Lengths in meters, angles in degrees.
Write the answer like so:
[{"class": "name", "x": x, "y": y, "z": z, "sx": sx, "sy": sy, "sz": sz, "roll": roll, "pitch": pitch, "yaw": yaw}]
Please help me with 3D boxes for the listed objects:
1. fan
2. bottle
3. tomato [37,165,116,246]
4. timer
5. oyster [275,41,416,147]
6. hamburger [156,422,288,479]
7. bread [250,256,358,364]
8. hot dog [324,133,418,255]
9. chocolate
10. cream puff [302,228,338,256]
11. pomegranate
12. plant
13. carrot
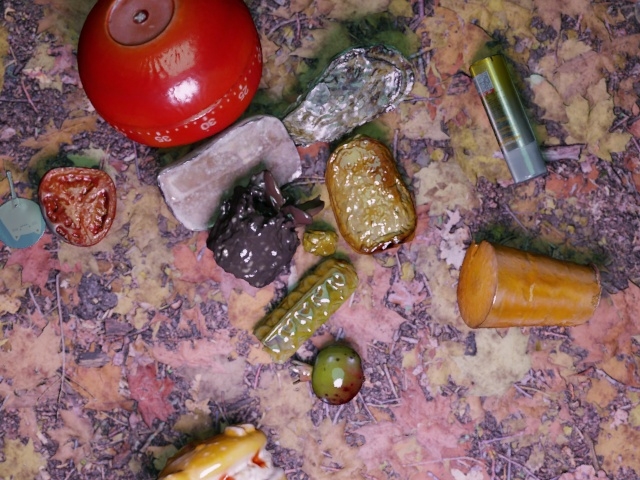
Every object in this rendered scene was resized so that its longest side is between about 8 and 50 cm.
[{"class": "fan", "x": -0.668, "y": -0.068, "z": 1.862, "sx": 0.113, "sy": 0.005, "sz": 0.175, "roll": -15, "pitch": 87, "yaw": -3}, {"class": "bottle", "x": 0.418, "y": -0.268, "z": 1.881, "sx": 0.082, "sy": 0.082, "sz": 0.286, "roll": -20, "pitch": 85, "yaw": -4}, {"class": "tomato", "x": -0.522, "y": -0.068, "z": 1.829, "sx": 0.166, "sy": 0.082, "sz": 0.174, "roll": 1, "pitch": 80, "yaw": -6}, {"class": "timer", "x": -0.311, "y": -0.382, "z": 1.741, "sx": 0.378, "sy": 0.279, "sz": 0.378, "roll": -5, "pitch": 64, "yaw": 11}, {"class": "oyster", "x": 0.040, "y": -0.312, "z": 1.846, "sx": 0.351, "sy": 0.158, "sz": 0.162, "roll": -28, "pitch": 88, "yaw": 8}, {"class": "hamburger", "x": -0.222, "y": 0.488, "z": 1.683, "sx": 0.303, "sy": 0.261, "sz": 0.186, "roll": -28, "pitch": 87, "yaw": -46}, {"class": "bread", "x": -0.027, "y": 0.145, "z": 1.825, "sx": 0.269, "sy": 0.098, "sz": 0.087, "roll": -45, "pitch": 126, "yaw": -5}, {"class": "hot dog", "x": 0.107, "y": -0.098, "z": 1.842, "sx": 0.175, "sy": 0.114, "sz": 0.259, "roll": -18, "pitch": 83, "yaw": 1}, {"class": "chocolate", "x": -0.199, "y": -0.154, "z": 1.826, "sx": 0.303, "sy": 0.100, "sz": 0.185, "roll": -29, "pitch": 123, "yaw": -4}, {"class": "cream puff", "x": 0.000, "y": 0.000, "z": 1.846, "sx": 0.083, "sy": 0.083, "sz": 0.058, "roll": -13, "pitch": 46, "yaw": -22}, {"class": "pomegranate", "x": 0.017, "y": 0.292, "z": 1.794, "sx": 0.159, "sy": 0.129, "sz": 0.129, "roll": -20, "pitch": 86, "yaw": 3}, {"class": "plant", "x": -0.120, "y": -0.026, "z": 1.772, "sx": 0.204, "sy": 0.178, "sz": 0.234, "roll": 33, "pitch": 105, "yaw": -38}, {"class": "carrot", "x": 0.446, "y": 0.105, "z": 1.820, "sx": 0.254, "sy": 0.196, "sz": 0.196, "roll": 7, "pitch": 84, "yaw": -12}]
